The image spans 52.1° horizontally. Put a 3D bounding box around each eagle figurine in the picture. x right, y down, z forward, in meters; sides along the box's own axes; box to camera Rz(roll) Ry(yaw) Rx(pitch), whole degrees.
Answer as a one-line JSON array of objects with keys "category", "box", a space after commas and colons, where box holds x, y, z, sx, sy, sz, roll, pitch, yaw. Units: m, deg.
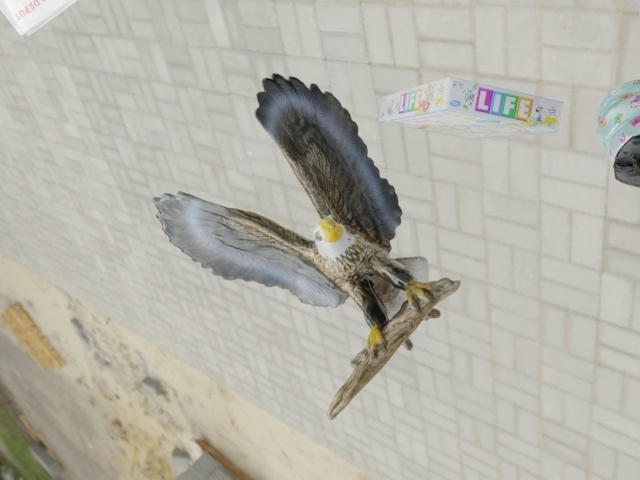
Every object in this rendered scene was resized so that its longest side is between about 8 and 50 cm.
[{"category": "eagle figurine", "box": [0.001, -0.006, 0.717, 0.298, 0.226, 0.225, 43, 142, 18]}]

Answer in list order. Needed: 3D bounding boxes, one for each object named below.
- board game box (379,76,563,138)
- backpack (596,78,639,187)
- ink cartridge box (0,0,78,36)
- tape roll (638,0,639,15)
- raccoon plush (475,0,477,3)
[{"category": "board game box", "box": [0.127, -0.115, 0.590, 0.154, 0.103, 0.026, -155, 74, -74]}, {"category": "backpack", "box": [0.443, -0.139, 0.820, 0.182, 0.115, 0.152, -8, 142, 2]}, {"category": "ink cartridge box", "box": [-0.228, -0.232, 0.497, 0.088, 0.052, 0.122, -16, 120, 32]}, {"category": "tape roll", "box": [0.325, -0.130, 0.349, 0.274, 0.275, 0.090, 9, 136, 44]}, {"category": "raccoon plush", "box": [0.277, -0.537, 0.860, 0.299, 0.446, 0.216, 54, 157, -23]}]
